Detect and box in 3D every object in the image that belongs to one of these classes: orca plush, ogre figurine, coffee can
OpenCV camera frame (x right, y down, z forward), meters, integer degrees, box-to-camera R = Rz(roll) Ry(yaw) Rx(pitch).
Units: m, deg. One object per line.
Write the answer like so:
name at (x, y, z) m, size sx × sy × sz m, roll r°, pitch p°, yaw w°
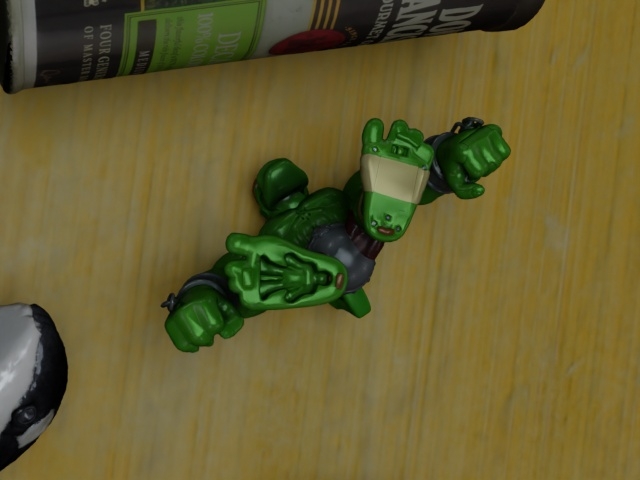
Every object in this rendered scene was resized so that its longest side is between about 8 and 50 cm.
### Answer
orca plush at (-0.234, 0.152, 0.855) m, size 0.287 × 0.151 × 0.102 m, roll -46°, pitch 131°, yaw -14°
ogre figurine at (0.000, 0.000, 0.907) m, size 0.097 × 0.118 × 0.197 m, roll 40°, pitch 79°, yaw -6°
coffee can at (-0.039, -0.192, 0.858) m, size 0.275 × 0.201 × 0.201 m, roll -9°, pitch 91°, yaw -14°
